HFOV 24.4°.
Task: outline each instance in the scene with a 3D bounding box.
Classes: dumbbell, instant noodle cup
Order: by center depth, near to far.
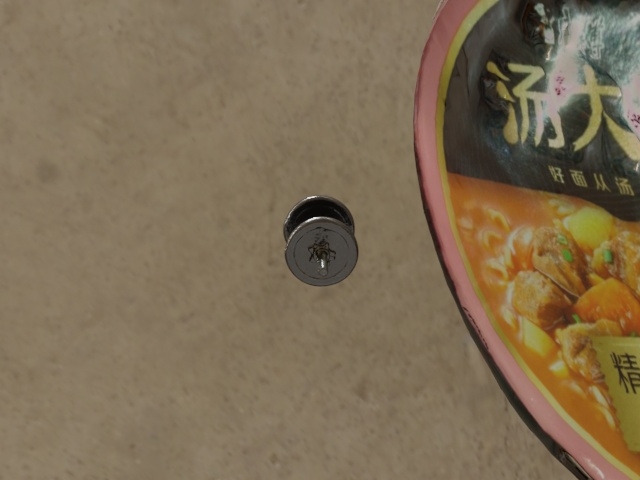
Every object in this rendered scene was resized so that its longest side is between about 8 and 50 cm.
[{"bbox_3d":[0.199,-0.039,0.542,0.255,0.244,0.244,-26,62,-26],"label":"instant noodle cup"},{"bbox_3d":[0.000,0.000,1.380,0.069,0.069,0.147,-17,22,5],"label":"dumbbell"}]
